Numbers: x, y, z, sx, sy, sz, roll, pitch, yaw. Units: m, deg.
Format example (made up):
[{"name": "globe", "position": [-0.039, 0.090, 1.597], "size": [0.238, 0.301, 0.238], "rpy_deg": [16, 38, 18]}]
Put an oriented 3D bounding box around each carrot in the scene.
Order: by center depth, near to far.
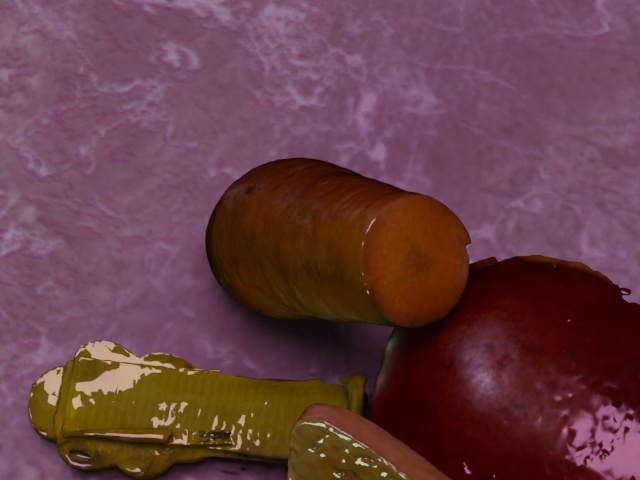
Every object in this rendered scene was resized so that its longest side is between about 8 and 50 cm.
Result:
[{"name": "carrot", "position": [0.000, 0.000, 0.915], "size": [0.087, 0.193, 0.087], "rpy_deg": [0, 90, -21]}]

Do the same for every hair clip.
[{"name": "hair clip", "position": [-0.062, 0.086, 0.946], "size": [0.173, 0.046, 0.072], "rpy_deg": [0, 60, 7]}]

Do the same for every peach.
[{"name": "peach", "position": [0.143, 0.118, 0.877], "size": [0.267, 0.159, 0.154], "rpy_deg": [28, 71, 12]}]

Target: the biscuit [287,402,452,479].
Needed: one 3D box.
[{"name": "biscuit", "position": [0.060, 0.174, 0.830], "size": [0.162, 0.250, 0.035], "rpy_deg": [-22, 18, 31]}]
